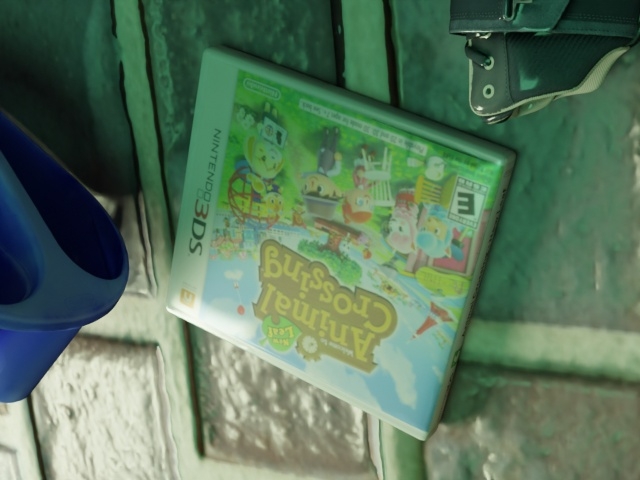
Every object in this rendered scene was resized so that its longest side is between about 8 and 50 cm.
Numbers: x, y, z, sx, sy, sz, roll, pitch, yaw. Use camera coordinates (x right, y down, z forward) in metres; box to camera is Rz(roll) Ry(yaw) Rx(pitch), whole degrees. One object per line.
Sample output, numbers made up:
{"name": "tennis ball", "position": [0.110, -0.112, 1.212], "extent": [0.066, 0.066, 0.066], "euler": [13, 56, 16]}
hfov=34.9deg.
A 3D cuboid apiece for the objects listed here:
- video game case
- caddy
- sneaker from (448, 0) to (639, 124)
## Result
{"name": "video game case", "position": [0.000, 0.000, 0.643], "extent": [0.212, 0.023, 0.193], "euler": [24, 117, 24]}
{"name": "caddy", "position": [-0.285, -0.032, 0.673], "extent": [0.341, 0.241, 0.179], "euler": [41, 111, 14]}
{"name": "sneaker", "position": [0.059, -0.144, 0.520], "extent": [0.226, 0.086, 0.163], "euler": [10, 108, 28]}
